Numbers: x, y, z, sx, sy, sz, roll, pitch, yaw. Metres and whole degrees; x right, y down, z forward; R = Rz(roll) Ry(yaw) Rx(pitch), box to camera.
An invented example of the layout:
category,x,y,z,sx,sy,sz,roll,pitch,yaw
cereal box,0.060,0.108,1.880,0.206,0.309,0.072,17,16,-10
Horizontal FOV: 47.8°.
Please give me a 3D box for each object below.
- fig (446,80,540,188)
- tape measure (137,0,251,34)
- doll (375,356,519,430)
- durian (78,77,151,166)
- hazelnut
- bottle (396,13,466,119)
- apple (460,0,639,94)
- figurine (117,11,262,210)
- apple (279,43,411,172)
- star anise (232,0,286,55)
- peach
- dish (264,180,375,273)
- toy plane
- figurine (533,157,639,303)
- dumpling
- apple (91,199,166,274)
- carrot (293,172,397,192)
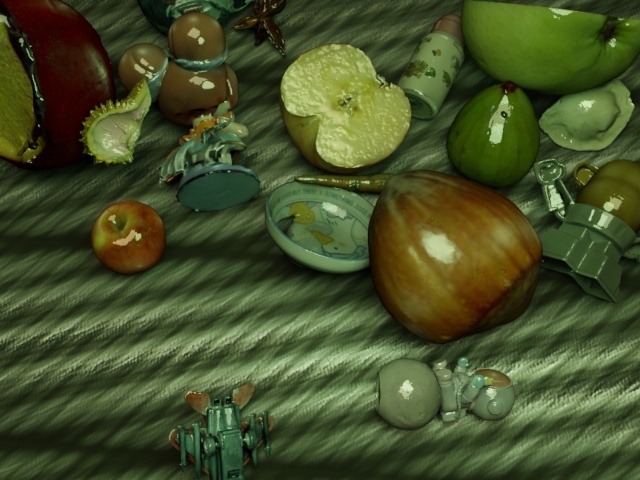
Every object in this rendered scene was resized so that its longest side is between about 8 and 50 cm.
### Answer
category,x,y,z,sx,sy,sz,roll,pitch,yaw
fig,0.381,-0.237,1.575,0.203,0.225,0.202,1,48,-1
tape measure,-0.324,-0.640,1.789,0.275,0.147,0.256,-36,73,-9
doll,0.256,0.309,1.450,0.288,0.151,0.150,1,72,-3
durian,-0.435,-0.266,1.558,0.224,0.140,0.078,-52,43,19
hazelnut,0.254,0.021,1.426,0.315,0.372,0.372,-38,71,22
bottle,0.270,-0.415,1.693,0.121,0.120,0.253,25,73,11
apple,0.504,-0.455,1.561,0.320,0.311,0.360,-42,32,-3
figurine,-0.286,-0.281,1.630,0.277,0.248,0.387,-21,67,22
apple,0.045,-0.284,1.639,0.251,0.163,0.292,-33,87,-13
star anise,-0.121,-0.558,1.803,0.158,0.144,0.140,23,119,18
peach,-0.642,-0.358,1.579,0.339,0.416,0.353,19,75,16
dish,0.000,0.000,1.562,0.274,0.133,0.273,14,36,-10
toy plane,-0.183,0.455,1.441,0.223,0.104,0.326,-2,73,-27
figurine,0.597,-0.043,1.523,0.343,0.167,0.284,32,83,-12
dumpling,0.606,-0.274,1.639,0.111,0.181,0.155,-39,101,-45
apple,-0.420,-0.003,1.593,0.164,0.139,0.163,-5,60,8
carrot,0.065,-0.132,1.619,0.255,0.049,0.049,2,71,-13
